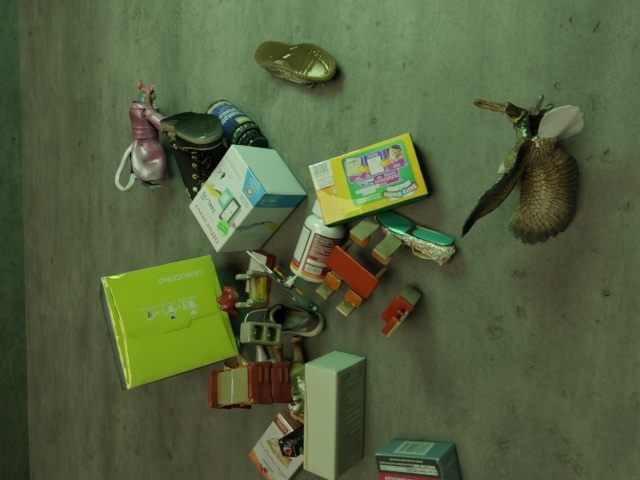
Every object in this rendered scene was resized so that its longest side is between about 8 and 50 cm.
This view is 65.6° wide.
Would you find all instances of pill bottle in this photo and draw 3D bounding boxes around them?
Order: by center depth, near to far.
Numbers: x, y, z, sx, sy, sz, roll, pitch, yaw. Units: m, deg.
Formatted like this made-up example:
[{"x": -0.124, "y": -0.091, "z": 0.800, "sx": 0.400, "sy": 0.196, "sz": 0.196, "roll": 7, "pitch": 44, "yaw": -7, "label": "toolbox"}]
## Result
[{"x": 0.000, "y": 0.000, "z": 1.431, "sx": 0.121, "sy": 0.121, "sz": 0.221, "roll": 30, "pitch": 110, "yaw": 30, "label": "pill bottle"}, {"x": -0.269, "y": -0.349, "z": 1.598, "sx": 0.219, "sy": 0.122, "sz": 0.123, "roll": 42, "pitch": 116, "yaw": 26, "label": "pill bottle"}]

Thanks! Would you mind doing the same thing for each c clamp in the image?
[{"x": -0.328, "y": -0.272, "z": 1.711, "sx": 0.137, "sy": 0.022, "sz": 0.161, "roll": -2, "pitch": 94, "yaw": 41, "label": "c clamp"}]

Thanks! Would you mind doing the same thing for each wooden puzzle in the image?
[{"x": -0.310, "y": 0.430, "z": 1.755, "sx": 0.083, "sy": 0.006, "sz": 0.049, "roll": 17, "pitch": 103, "yaw": 34, "label": "wooden puzzle"}]

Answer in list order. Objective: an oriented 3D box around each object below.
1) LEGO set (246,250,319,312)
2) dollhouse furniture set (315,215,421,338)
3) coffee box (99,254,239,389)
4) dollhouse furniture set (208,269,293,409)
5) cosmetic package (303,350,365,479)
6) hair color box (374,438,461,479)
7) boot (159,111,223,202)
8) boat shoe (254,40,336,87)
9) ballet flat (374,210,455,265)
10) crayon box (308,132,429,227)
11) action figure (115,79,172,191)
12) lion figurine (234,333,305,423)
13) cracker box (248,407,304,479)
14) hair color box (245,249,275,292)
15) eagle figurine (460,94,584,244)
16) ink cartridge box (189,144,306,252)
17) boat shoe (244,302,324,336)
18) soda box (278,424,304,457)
[{"x": -0.099, "y": 0.118, "z": 1.483, "sx": 0.060, "sy": 0.182, "sz": 0.244, "roll": -47, "pitch": 52, "yaw": -9, "label": "LEGO set"}, {"x": 0.123, "y": 0.116, "z": 1.299, "sx": 0.259, "sy": 0.135, "sz": 0.262, "roll": 39, "pitch": 134, "yaw": 12, "label": "dollhouse furniture set"}, {"x": -0.503, "y": 0.271, "z": 1.615, "sx": 0.334, "sy": 0.337, "sz": 0.338, "roll": -35, "pitch": 70, "yaw": 61, "label": "coffee box"}, {"x": -0.205, "y": 0.294, "z": 1.449, "sx": 0.201, "sy": 0.152, "sz": 0.374, "roll": -20, "pitch": 65, "yaw": 40, "label": "dollhouse furniture set"}, {"x": 0.041, "y": 0.492, "z": 1.415, "sx": 0.113, "sy": 0.160, "sz": 0.310, "roll": 3, "pitch": 94, "yaw": 36, "label": "cosmetic package"}, {"x": 0.279, "y": 0.727, "z": 1.290, "sx": 0.185, "sy": 0.113, "sz": 0.375, "roll": -13, "pitch": 87, "yaw": 35, "label": "hair color box"}, {"x": -0.382, "y": -0.252, "z": 1.589, "sx": 0.377, "sy": 0.138, "sz": 0.284, "roll": 25, "pitch": 135, "yaw": 50, "label": "boot"}, {"x": -0.066, "y": -0.521, "z": 1.473, "sx": 0.285, "sy": 0.089, "sz": 0.105, "roll": 27, "pitch": 82, "yaw": 29, "label": "boat shoe"}, {"x": 0.236, "y": -0.003, "z": 1.290, "sx": 0.241, "sy": 0.091, "sz": 0.077, "roll": 29, "pitch": 132, "yaw": 35, "label": "ballet flat"}, {"x": 0.125, "y": -0.151, "z": 1.291, "sx": 0.278, "sy": 0.081, "sz": 0.165, "roll": -17, "pitch": 83, "yaw": 10, "label": "crayon box"}, {"x": -0.643, "y": -0.385, "z": 1.788, "sx": 0.248, "sy": 0.275, "sz": 0.370, "roll": 18, "pitch": 118, "yaw": 39, "label": "action figure"}, {"x": -0.148, "y": 0.423, "z": 1.580, "sx": 0.392, "sy": 0.142, "sz": 0.240, "roll": -1, "pitch": 101, "yaw": 50, "label": "lion figurine"}, {"x": -0.119, "y": 0.676, "z": 1.599, "sx": 0.155, "sy": 0.067, "sz": 0.232, "roll": 44, "pitch": 116, "yaw": 25, "label": "cracker box"}, {"x": -0.199, "y": 0.110, "z": 1.629, "sx": 0.072, "sy": 0.043, "sz": 0.141, "roll": 19, "pitch": 103, "yaw": 33, "label": "hair color box"}, {"x": 0.435, "y": -0.143, "z": 1.076, "sx": 0.226, "sy": 0.225, "sz": 0.298, "roll": 5, "pitch": 85, "yaw": 25, "label": "eagle figurine"}, {"x": -0.227, "y": -0.124, "z": 1.537, "sx": 0.270, "sy": 0.197, "sz": 0.198, "roll": -47, "pitch": 67, "yaw": 29, "label": "ink cartridge box"}, {"x": -0.127, "y": 0.240, "z": 1.538, "sx": 0.285, "sy": 0.092, "sz": 0.103, "roll": -1, "pitch": 57, "yaw": 32, "label": "boat shoe"}, {"x": -0.047, "y": 0.586, "z": 1.478, "sx": 0.060, "sy": 0.169, "sz": 0.053, "roll": -19, "pitch": 83, "yaw": 35, "label": "soda box"}]
